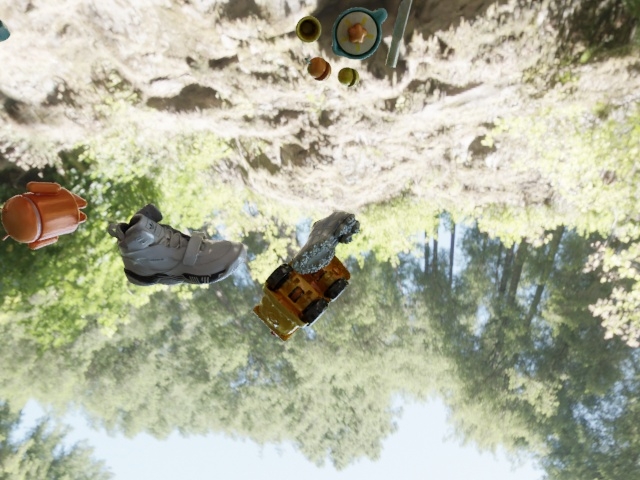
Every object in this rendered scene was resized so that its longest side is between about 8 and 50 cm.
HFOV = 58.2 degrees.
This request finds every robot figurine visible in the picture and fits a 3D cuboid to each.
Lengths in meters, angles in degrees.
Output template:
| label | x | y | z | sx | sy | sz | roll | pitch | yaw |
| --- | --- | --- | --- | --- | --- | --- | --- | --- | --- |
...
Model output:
| label | x | y | z | sx | sy | sz | roll | pitch | yaw |
| --- | --- | --- | --- | --- | --- | --- | --- | --- | --- |
| robot figurine | -0.723 | -0.069 | 1.494 | 0.219 | 0.158 | 0.128 | -23 | -99 | -50 |

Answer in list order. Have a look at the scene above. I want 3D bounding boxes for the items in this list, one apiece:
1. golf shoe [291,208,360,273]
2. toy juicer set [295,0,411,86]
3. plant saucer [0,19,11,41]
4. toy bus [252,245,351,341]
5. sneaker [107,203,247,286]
| label | x | y | z | sx | sy | sz | roll | pitch | yaw |
| --- | --- | --- | --- | --- | --- | --- | --- | --- | --- |
| golf shoe | 0.000 | 0.000 | 1.218 | 0.176 | 0.069 | 0.086 | -38 | -138 | -16 |
| toy juicer set | 0.105 | -0.530 | 1.579 | 0.328 | 0.209 | 0.089 | -10 | -154 | 0 |
| plant saucer | -0.732 | -0.464 | 1.233 | 0.119 | 0.021 | 0.119 | 15 | -139 | -13 |
| toy bus | -0.056 | 0.142 | 1.406 | 0.149 | 0.211 | 0.220 | 42 | -133 | 8 |
| sneaker | -0.398 | 0.012 | 1.579 | 0.365 | 0.210 | 0.137 | -7 | -138 | 10 |
